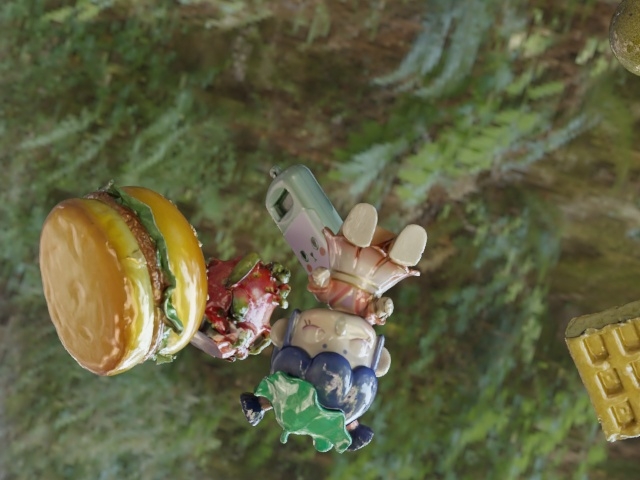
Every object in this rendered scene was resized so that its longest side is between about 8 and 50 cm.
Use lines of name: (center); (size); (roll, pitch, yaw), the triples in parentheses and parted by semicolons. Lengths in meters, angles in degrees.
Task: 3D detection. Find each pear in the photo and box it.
pear: (0.482, -0.307, 1.930); (0.167, 0.136, 0.167); (21, 90, -75)

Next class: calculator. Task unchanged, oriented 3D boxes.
calculator: (0.000, 0.000, 1.874); (0.045, 0.246, 0.141); (-30, 174, -22)

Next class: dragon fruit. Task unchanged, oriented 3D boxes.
dragon fruit: (-0.131, 0.094, 2.101); (0.166, 0.160, 0.172); (-5, -132, 58)

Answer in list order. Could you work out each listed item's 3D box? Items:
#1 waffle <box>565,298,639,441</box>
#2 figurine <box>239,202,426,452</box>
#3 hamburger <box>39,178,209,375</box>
waffle: (0.527, 0.186, 2.102); (0.055, 0.248, 0.221); (-84, 152, -60)
figurine: (0.020, 0.074, 1.073); (0.102, 0.111, 0.195); (117, -2, -84)
hamburger: (-0.230, 0.042, 1.678); (0.170, 0.246, 0.246); (-15, 133, -37)
